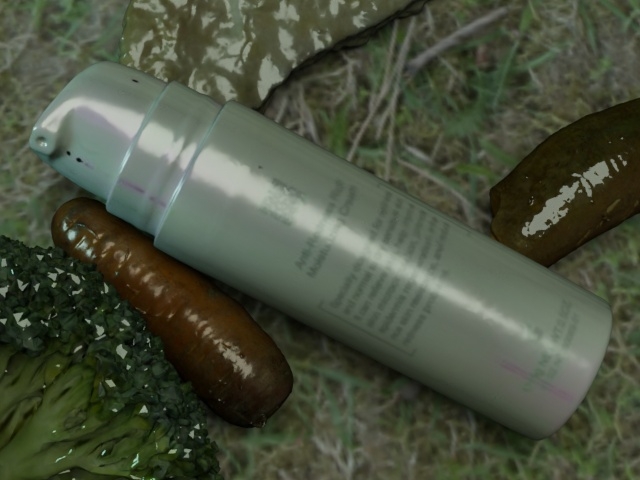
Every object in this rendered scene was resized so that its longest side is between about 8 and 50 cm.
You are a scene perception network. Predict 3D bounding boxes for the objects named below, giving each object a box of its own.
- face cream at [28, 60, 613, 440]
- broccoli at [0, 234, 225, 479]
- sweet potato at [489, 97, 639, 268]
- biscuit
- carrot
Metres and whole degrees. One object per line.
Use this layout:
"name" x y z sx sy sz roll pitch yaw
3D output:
"face cream" 0.000 0.000 0.748 0.345 0.102 0.102 29 69 -3
"broccoli" -0.237 0.152 0.647 0.361 0.221 0.252 -46 118 -19
"sweet potato" 0.201 -0.060 0.827 0.243 0.077 0.077 -35 78 -15
"biscuit" -0.042 -0.159 0.834 0.250 0.032 0.133 -36 92 -19
"carrot" -0.091 0.039 0.761 0.186 0.060 0.060 43 71 10
